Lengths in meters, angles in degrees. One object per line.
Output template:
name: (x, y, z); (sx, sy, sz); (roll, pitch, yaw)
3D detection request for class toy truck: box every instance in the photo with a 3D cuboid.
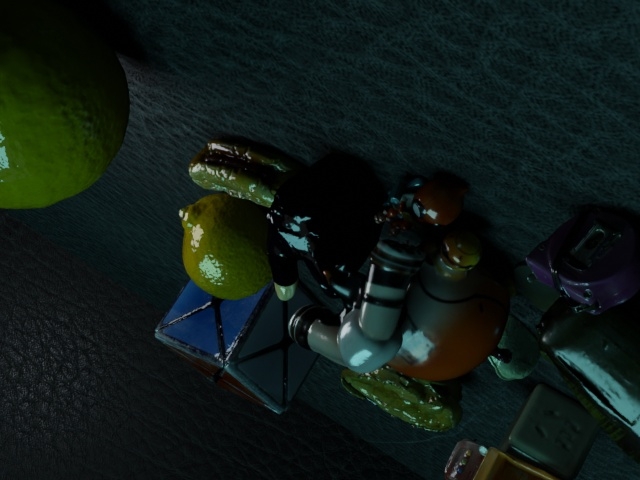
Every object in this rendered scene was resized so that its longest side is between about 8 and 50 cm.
toy truck: (0.360, 0.460, 1.900); (0.270, 0.114, 0.135); (22, 163, 28)

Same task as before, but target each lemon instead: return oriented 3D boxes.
lemon: (-0.456, -0.214, 1.585); (0.348, 0.348, 0.348); (29, 163, 10)
lemon: (-0.168, 0.011, 1.932); (0.187, 0.187, 0.244); (14, 152, 45)

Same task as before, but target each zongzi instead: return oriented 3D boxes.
zongzi: (0.483, 0.196, 1.403); (0.403, 0.208, 0.432); (38, -170, 15)

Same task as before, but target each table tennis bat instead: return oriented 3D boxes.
table tennis bat: (0.362, 0.102, 1.550); (0.131, 0.022, 0.234); (16, 154, 39)

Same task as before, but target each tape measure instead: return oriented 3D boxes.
tape measure: (0.319, 0.026, 1.232); (0.118, 0.125, 0.074); (38, 173, 45)

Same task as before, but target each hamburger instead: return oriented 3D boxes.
hamburger: (0.171, 0.286, 2.196); (0.285, 0.134, 0.265); (27, 156, -3)
hamburger: (0.319, 0.188, 1.745); (0.121, 0.084, 0.054); (41, 159, -31)

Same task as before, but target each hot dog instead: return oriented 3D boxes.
hot dog: (-0.123, -0.112, 1.688); (0.242, 0.084, 0.073); (20, 160, 38)

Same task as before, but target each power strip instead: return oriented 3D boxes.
power strip: (0.429, 0.383, 1.996); (0.140, 0.139, 0.224); (28, 162, 11)

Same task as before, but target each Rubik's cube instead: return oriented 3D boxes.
Rubik's cube: (-0.159, 0.195, 2.308); (0.259, 0.260, 0.255); (20, 161, 41)

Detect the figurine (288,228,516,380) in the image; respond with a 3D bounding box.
figurine: (0.145, 0.108, 1.536); (0.323, 0.196, 0.320); (1, 149, -40)

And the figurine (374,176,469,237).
figurine: (0.144, -0.049, 1.423); (0.068, 0.075, 0.140); (43, 150, -26)

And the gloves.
gloves: (0.003, 0.003, 1.605); (0.152, 0.197, 0.301); (55, 172, 16)
